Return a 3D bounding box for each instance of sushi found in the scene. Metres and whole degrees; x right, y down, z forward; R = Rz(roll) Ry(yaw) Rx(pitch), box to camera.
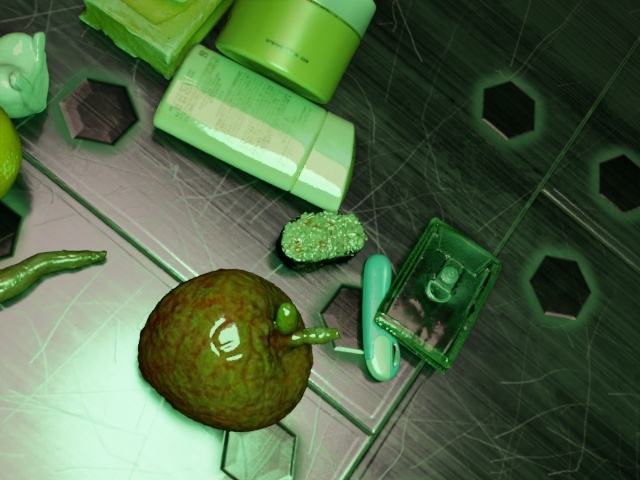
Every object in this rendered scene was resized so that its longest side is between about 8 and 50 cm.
[{"bbox_3d":[0.000,0.000,1.291,0.150,0.078,0.090,-8,77,-16],"label":"sushi"}]

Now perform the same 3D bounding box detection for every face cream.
[{"bbox_3d":[-0.043,-0.356,1.280,0.218,0.218,0.179,26,94,-7],"label":"face cream"},{"bbox_3d":[-0.095,-0.193,1.317,0.348,0.081,0.173,26,70,-7],"label":"face cream"}]

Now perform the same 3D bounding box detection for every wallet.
[{"bbox_3d":[0.208,0.090,1.325,0.160,0.055,0.236,36,62,-4],"label":"wallet"}]

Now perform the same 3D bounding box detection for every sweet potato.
[{"bbox_3d":[-0.436,0.048,1.176,0.214,0.050,0.050,-24,82,-26],"label":"sweet potato"}]

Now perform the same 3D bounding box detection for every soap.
[{"bbox_3d":[-0.252,-0.460,1.348,0.199,0.091,0.315,36,69,-4],"label":"soap"}]

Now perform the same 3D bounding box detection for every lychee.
[{"bbox_3d":[-0.122,0.160,1.121,0.255,0.300,0.255,16,70,-55],"label":"lychee"}]

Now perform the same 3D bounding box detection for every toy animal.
[{"bbox_3d":[-0.567,-0.272,1.177,0.282,0.138,0.140,12,60,-14],"label":"toy animal"}]

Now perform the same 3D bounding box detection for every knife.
[{"bbox_3d":[0.102,0.130,1.309,0.064,0.031,0.222,3,70,-11],"label":"knife"}]

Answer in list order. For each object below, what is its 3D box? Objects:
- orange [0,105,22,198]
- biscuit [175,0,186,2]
[{"bbox_3d":[-0.548,-0.129,1.101,0.219,0.219,0.193,11,44,-12],"label":"orange"},{"bbox_3d":[-0.252,-0.530,1.304,0.160,0.030,0.249,23,70,-7],"label":"biscuit"}]
